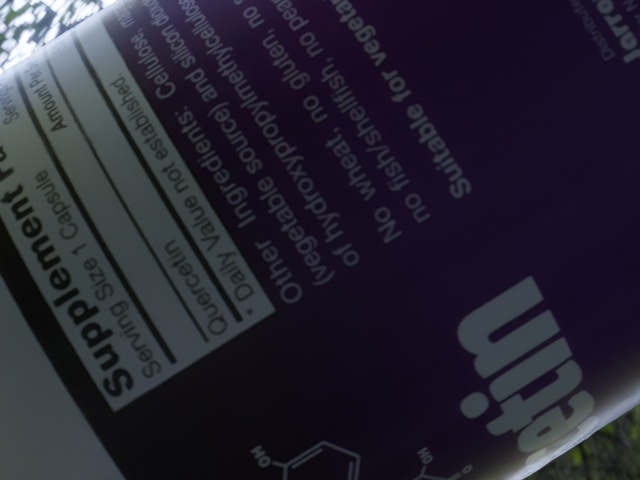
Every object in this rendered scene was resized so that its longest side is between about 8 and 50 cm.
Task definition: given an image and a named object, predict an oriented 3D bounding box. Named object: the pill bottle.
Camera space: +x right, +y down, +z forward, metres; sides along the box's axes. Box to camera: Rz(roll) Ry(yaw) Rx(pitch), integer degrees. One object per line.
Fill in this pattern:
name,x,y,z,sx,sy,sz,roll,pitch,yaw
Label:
pill bottle,0.000,0.000,0.480,0.323,0.181,0.181,-33,-75,-1
